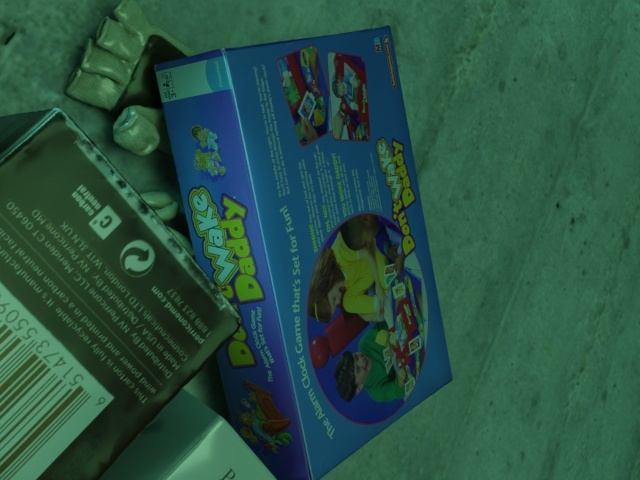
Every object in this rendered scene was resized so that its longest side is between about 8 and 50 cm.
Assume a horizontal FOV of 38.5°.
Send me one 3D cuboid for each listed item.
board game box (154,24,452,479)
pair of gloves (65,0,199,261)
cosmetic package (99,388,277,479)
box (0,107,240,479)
[{"bbox_3d":[0.000,0.000,0.803,0.233,0.078,0.347,-22,105,-50],"label":"board game box"},{"bbox_3d":[-0.136,-0.049,0.737,0.204,0.042,0.240,37,66,-35],"label":"pair of gloves"},{"bbox_3d":[-0.086,0.328,0.645,0.284,0.097,0.377,-43,121,-17],"label":"cosmetic package"},{"bbox_3d":[-0.192,0.037,0.554,0.167,0.203,0.168,-47,117,-20],"label":"box"}]
